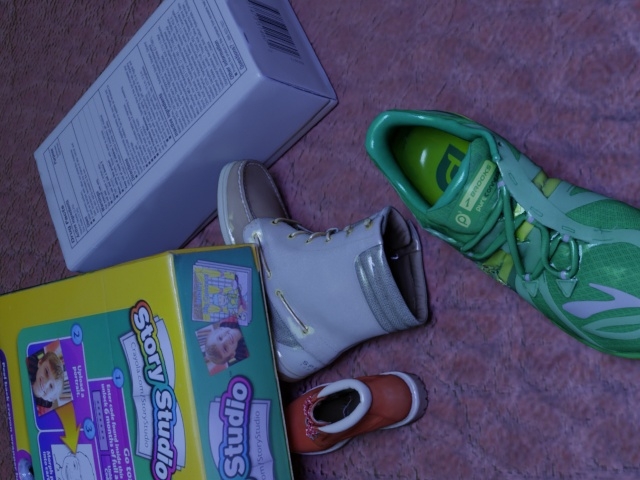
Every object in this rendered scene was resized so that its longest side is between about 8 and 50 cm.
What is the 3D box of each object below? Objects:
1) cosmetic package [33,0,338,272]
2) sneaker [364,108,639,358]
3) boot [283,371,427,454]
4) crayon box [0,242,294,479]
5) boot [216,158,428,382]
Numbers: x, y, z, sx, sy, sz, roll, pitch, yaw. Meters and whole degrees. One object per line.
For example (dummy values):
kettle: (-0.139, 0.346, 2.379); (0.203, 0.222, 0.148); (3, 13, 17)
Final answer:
cosmetic package: (-0.146, -0.111, 0.918); (0.309, 0.113, 0.160); (-39, 61, 31)
sneaker: (0.139, -0.009, 0.652); (0.295, 0.124, 0.109); (36, 108, 38)
boot: (0.003, 0.146, 0.776); (0.158, 0.085, 0.059); (-28, 69, 36)
crayon box: (-0.166, 0.205, 0.854); (0.313, 0.106, 0.362); (-12, 86, 43)
boot: (0.000, 0.000, 0.802); (0.165, 0.077, 0.213); (-29, 72, 35)
